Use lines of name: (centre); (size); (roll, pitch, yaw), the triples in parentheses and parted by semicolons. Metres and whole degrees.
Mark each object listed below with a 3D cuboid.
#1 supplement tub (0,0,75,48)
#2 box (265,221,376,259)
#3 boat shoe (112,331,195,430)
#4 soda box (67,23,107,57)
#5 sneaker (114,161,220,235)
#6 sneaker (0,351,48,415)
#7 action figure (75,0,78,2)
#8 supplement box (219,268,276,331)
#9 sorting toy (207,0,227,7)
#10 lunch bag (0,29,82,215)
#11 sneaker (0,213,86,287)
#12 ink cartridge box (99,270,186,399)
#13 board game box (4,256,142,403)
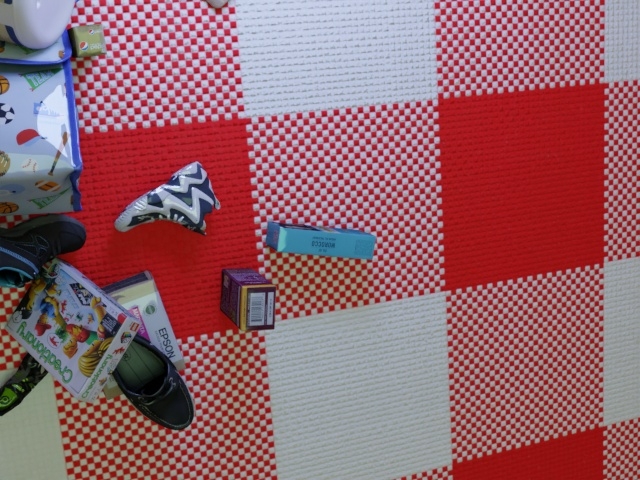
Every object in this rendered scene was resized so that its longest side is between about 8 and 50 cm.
supplement tub: (-0.641, -0.503, 1.602); (0.316, 0.228, 0.228); (16, 95, 2)
box: (0.000, 0.000, 2.054); (0.244, 0.100, 0.060); (5, 98, -22)
boat shoe: (-0.378, 0.298, 1.871); (0.127, 0.113, 0.340); (-31, 111, -12)
soda box: (-0.477, -0.406, 1.749); (0.058, 0.181, 0.061); (-11, 105, -18)
sneaker: (-0.329, -0.054, 1.923); (0.235, 0.094, 0.153); (-38, 103, -20)
sneaker: (-0.651, 0.312, 1.886); (0.067, 0.078, 0.188); (43, 84, -23)
action figure: (-0.539, -0.495, 1.792); (0.115, 0.030, 0.038); (-31, 104, -7)
supplement box: (-0.168, 0.133, 1.970); (0.081, 0.188, 0.104); (0, 101, -21)
sorting toy: (-0.224, -0.647, 1.878); (0.208, 0.038, 0.193); (-47, 112, -1)
lunch bag: (-0.641, -0.258, 1.671); (0.328, 0.239, 0.385); (-3, 67, -19)
sneaker: (-0.607, 0.034, 1.746); (0.341, 0.125, 0.139); (-13, 68, -56)
ink cartridge box: (-0.435, 0.213, 1.942); (0.193, 0.088, 0.234); (-22, 107, -14)
board game box: (-0.522, 0.178, 1.796); (0.193, 0.305, 0.053); (-59, 144, -1)
